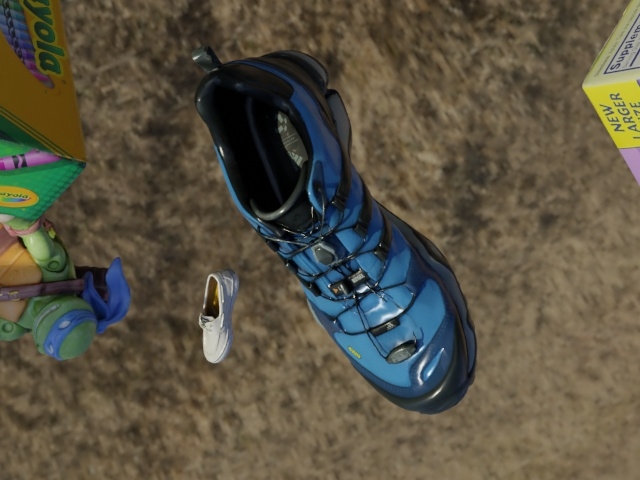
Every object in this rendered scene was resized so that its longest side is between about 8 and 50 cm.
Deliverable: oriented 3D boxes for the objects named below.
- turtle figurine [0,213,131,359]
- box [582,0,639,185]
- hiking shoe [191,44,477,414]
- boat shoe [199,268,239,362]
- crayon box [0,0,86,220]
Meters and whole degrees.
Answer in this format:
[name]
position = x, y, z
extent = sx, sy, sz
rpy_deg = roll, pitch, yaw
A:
[turtle figurine]
position = -0.318, 0.007, 1.025
extent = 0.275, 0.266, 0.198
rpy_deg = -26, 140, -25
[box]
position = 0.325, -0.066, 0.772
extent = 0.243, 0.117, 0.213
rpy_deg = -1, 135, 47
[hiking shoe]
position = 0.000, 0.000, 0.919
extent = 0.113, 0.304, 0.132
rpy_deg = -36, 170, 24
[boat shoe]
position = -0.108, 0.078, 1.280
extent = 0.035, 0.035, 0.100
rpy_deg = -8, 116, -51
[crayon box]
position = -0.278, -0.161, 0.928
extent = 0.165, 0.278, 0.081
rpy_deg = 15, 137, -41
